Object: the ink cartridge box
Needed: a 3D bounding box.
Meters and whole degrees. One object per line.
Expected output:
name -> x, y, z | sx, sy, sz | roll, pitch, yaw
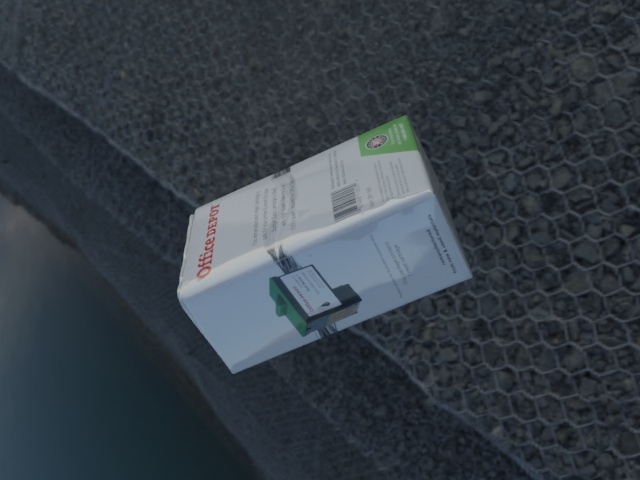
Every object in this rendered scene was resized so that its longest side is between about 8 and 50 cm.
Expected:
ink cartridge box -> 0.000, 0.000, 0.731 | 0.219, 0.092, 0.160 | -23, 28, 11
